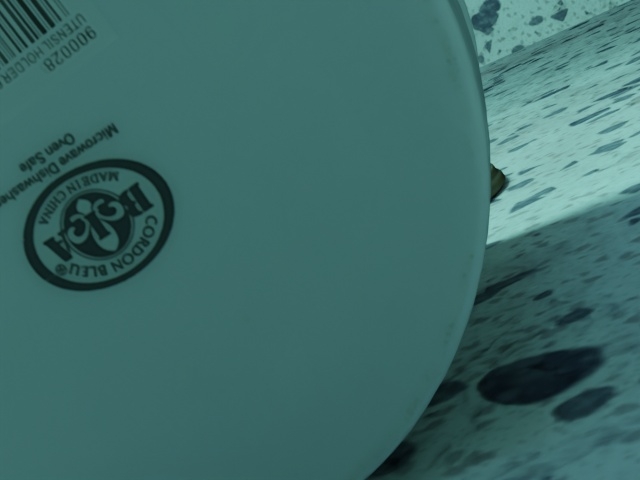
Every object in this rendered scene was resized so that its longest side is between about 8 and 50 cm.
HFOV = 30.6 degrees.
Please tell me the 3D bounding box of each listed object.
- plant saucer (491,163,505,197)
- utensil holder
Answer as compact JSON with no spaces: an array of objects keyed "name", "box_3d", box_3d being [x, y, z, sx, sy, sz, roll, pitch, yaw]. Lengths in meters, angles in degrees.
[{"name":"plant saucer","box_3d":[0.027,-0.013,1.019,0.277,0.041,0.278,-25,7,3]},{"name":"utensil holder","box_3d":[-0.073,-0.054,0.595,0.327,0.328,0.385,-24,11,9]}]
